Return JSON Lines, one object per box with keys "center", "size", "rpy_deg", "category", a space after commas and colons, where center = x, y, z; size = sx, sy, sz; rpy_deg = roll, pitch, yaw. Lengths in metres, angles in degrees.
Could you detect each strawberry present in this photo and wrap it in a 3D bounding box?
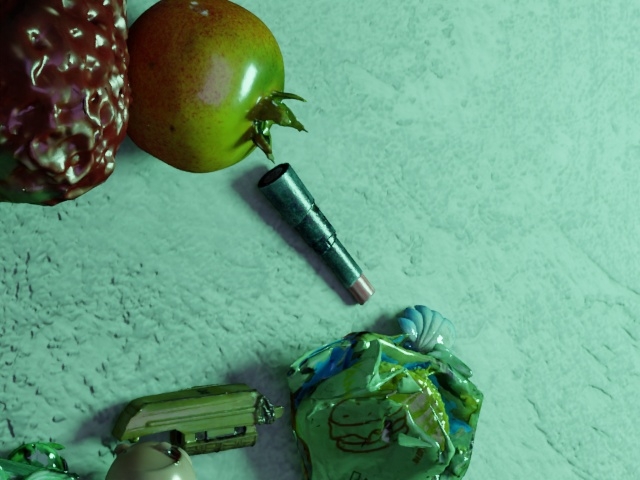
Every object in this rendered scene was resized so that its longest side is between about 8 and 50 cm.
{"center": [-0.340, -0.205, 1.548], "size": [0.295, 0.317, 0.345], "rpy_deg": [40, 52, -16], "category": "strawberry"}

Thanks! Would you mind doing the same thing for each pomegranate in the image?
{"center": [-0.136, -0.186, 1.653], "size": [0.257, 0.221, 0.221], "rpy_deg": [25, 76, 20], "category": "pomegranate"}

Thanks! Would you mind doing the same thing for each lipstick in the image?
{"center": [0.000, 0.000, 1.835], "size": [0.053, 0.053, 0.234], "rpy_deg": [-43, 112, -19], "category": "lipstick"}

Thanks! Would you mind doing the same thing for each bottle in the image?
{"center": [-0.208, 0.361, 1.663], "size": [0.148, 0.147, 0.236], "rpy_deg": [-9, 105, -25], "category": "bottle"}

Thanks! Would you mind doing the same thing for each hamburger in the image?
{"center": [0.092, 0.252, 1.789], "size": [0.276, 0.150, 0.260], "rpy_deg": [-1, 102, -6], "category": "hamburger"}

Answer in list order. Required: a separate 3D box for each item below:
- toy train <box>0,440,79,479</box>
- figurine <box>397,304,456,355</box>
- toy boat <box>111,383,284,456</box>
{"center": [-0.395, 0.333, 1.606], "size": [0.243, 0.132, 0.188], "rpy_deg": [20, 91, -25], "category": "toy train"}
{"center": [0.153, 0.139, 1.901], "size": [0.114, 0.079, 0.114], "rpy_deg": [34, 42, -38], "category": "figurine"}
{"center": [-0.159, 0.239, 1.748], "size": [0.226, 0.068, 0.088], "rpy_deg": [-6, 102, -26], "category": "toy boat"}
